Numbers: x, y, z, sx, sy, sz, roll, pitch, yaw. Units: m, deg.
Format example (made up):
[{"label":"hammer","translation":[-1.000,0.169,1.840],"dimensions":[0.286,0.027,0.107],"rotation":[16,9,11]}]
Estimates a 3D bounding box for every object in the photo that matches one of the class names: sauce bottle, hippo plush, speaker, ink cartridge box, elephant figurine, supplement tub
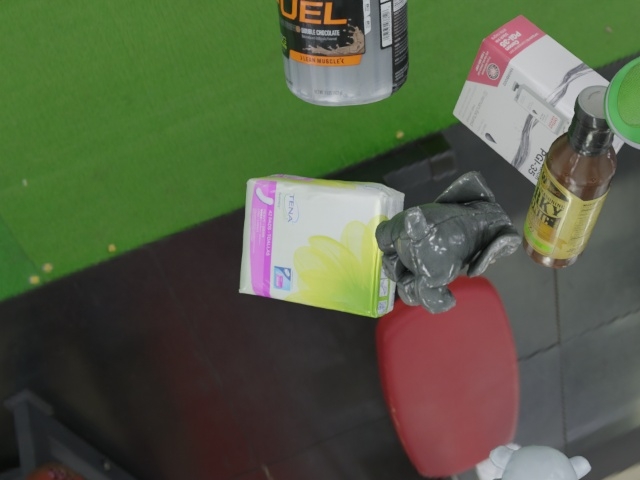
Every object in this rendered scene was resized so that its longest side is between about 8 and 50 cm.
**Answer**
[{"label":"sauce bottle","translation":[0.396,-0.095,1.385],"dimensions":[0.111,0.111,0.344],"rotation":[-14,143,-11]},{"label":"hippo plush","translation":[0.274,0.393,1.197],"dimensions":[0.234,0.237,0.294],"rotation":[6,132,-14]},{"label":"speaker","translation":[0.438,-0.167,1.028],"dimensions":[0.131,0.296,0.131],"rotation":[0,95,-5]},{"label":"ink cartridge box","translation":[0.402,-0.233,1.603],"dimensions":[0.117,0.283,0.207],"rotation":[-35,158,-29]},{"label":"elephant figurine","translation":[0.211,-0.013,1.276],"dimensions":[0.239,0.186,0.170],"rotation":[-24,103,-17]},{"label":"supplement tub","translation":[0.033,-0.398,1.379],"dimensions":[0.207,0.207,0.338],"rotation":[-13,124,-12]}]

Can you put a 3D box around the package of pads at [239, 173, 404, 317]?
[{"label":"package of pads","translation":[0.000,0.000,1.603],"dimensions":[0.101,0.296,0.229],"rotation":[-9,106,-62]}]
